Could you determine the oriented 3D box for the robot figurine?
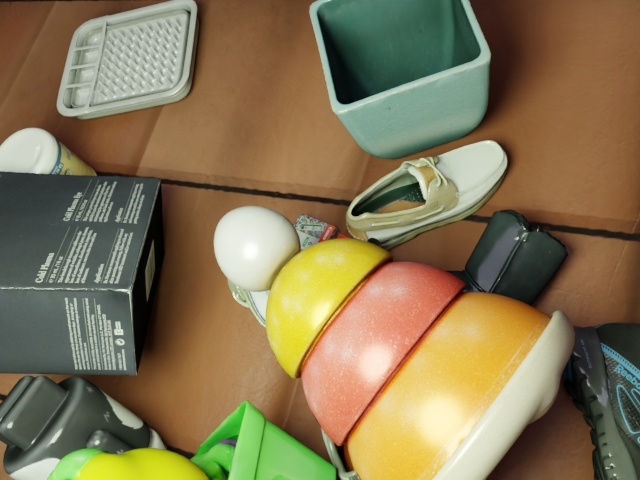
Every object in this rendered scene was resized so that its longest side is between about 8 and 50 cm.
[{"bbox_3d":[-0.365,0.321,1.031,0.173,0.278,0.209,-43,25,3],"label":"robot figurine"}]

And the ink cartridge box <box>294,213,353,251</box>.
[{"bbox_3d":[0.000,0.000,1.195,0.115,0.029,0.063,22,74,28],"label":"ink cartridge box"}]

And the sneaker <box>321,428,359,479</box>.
[{"bbox_3d":[0.040,0.251,1.011,0.100,0.108,0.271,-25,54,8],"label":"sneaker"}]

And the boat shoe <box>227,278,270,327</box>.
[{"bbox_3d":[-0.109,0.066,1.140,0.094,0.109,0.302,-47,32,13],"label":"boat shoe"}]

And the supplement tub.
[{"bbox_3d":[-0.544,-0.120,1.352,0.144,0.199,0.144,-8,63,17],"label":"supplement tub"}]

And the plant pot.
[{"bbox_3d":[0.153,-0.281,1.148,0.247,0.252,0.248,-18,61,12],"label":"plant pot"}]

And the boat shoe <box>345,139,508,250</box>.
[{"bbox_3d":[0.183,-0.084,1.126,0.302,0.103,0.113,-32,58,1],"label":"boat shoe"}]

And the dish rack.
[{"bbox_3d":[-0.427,-0.404,1.525,0.333,0.072,0.285,-7,62,17],"label":"dish rack"}]

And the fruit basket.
[{"bbox_3d":[-0.177,0.384,0.823,0.283,0.392,0.392,-52,46,43],"label":"fruit basket"}]

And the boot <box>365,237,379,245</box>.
[{"bbox_3d":[0.041,0.087,1.041,0.137,0.077,0.198,-49,22,27],"label":"boot"}]

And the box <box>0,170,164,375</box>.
[{"bbox_3d":[-0.442,0.043,1.115,0.312,0.179,0.343,3,34,-6],"label":"box"}]

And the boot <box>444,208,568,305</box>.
[{"bbox_3d":[0.236,0.041,1.049,0.246,0.094,0.207,26,80,22],"label":"boot"}]

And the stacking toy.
[{"bbox_3d":[0.048,0.115,0.887,0.480,0.350,0.350,38,82,17],"label":"stacking toy"}]

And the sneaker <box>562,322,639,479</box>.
[{"bbox_3d":[0.419,0.263,0.861,0.140,0.125,0.341,-10,65,6],"label":"sneaker"}]
